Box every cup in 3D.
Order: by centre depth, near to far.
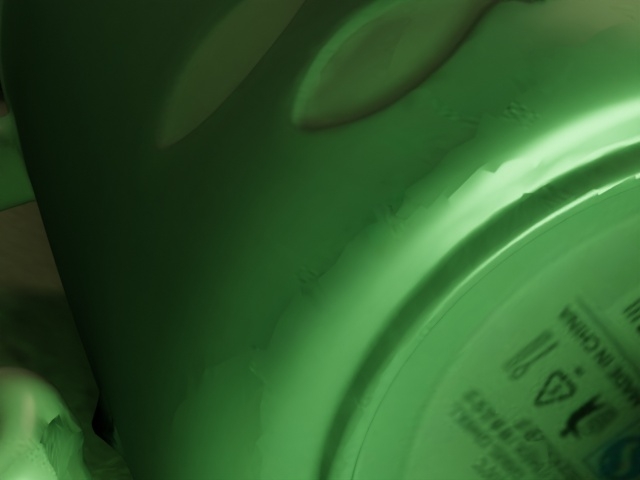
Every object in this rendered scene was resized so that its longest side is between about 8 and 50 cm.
[{"bbox_3d":[0.000,0.000,0.488,0.357,0.259,0.274,-18,34,-8],"label":"cup"}]

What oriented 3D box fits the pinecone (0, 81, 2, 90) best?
[{"bbox_3d":[-0.149,-0.113,0.788,0.077,0.077,0.083,1,20,-38],"label":"pinecone"}]
